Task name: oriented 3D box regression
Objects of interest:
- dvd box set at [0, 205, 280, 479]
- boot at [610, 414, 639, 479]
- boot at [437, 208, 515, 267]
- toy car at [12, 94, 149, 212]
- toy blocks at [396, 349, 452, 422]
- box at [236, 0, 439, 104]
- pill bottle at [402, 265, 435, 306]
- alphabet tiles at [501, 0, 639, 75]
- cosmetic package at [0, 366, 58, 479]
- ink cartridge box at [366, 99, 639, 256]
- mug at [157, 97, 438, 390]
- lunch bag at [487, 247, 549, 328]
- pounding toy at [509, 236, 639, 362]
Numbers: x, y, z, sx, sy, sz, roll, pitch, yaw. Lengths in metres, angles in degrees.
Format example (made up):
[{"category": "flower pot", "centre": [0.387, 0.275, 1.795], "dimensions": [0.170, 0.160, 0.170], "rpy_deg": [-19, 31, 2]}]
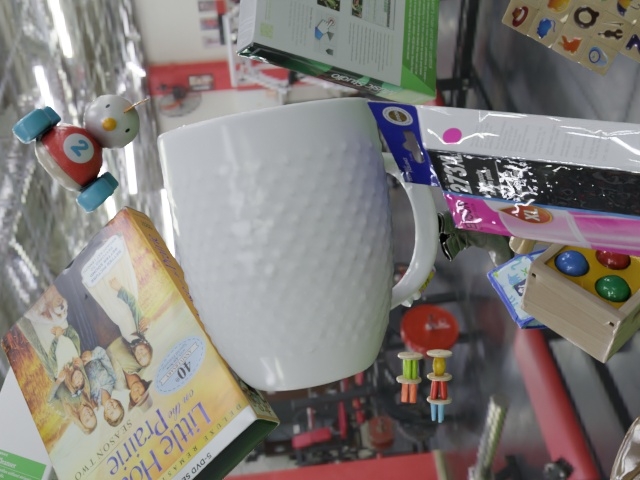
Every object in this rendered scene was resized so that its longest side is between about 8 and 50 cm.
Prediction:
[{"category": "dvd box set", "centre": [-0.275, 0.194, 1.148], "dimensions": [0.420, 0.307, 0.062], "rpy_deg": [52, -168, 34]}, {"category": "boot", "centre": [0.519, 0.277, 1.024], "dimensions": [0.220, 0.283, 0.109], "rpy_deg": [47, 163, -2]}, {"category": "boot", "centre": [0.354, 0.001, 1.915], "dimensions": [0.083, 0.161, 0.246], "rpy_deg": [31, 152, 58]}, {"category": "toy car", "centre": [-0.448, -0.220, 1.651], "dimensions": [0.219, 0.238, 0.210], "rpy_deg": [50, -179, -15]}, {"category": "toy blocks", "centre": [0.216, 0.306, 1.690], "dimensions": [0.054, 0.123, 0.148], "rpy_deg": [-169, 78, -69]}, {"category": "box", "centre": [0.037, -0.346, 1.194], "dimensions": [0.058, 0.322, 0.232], "rpy_deg": [-11, 72, 58]}, {"category": "pill bottle", "centre": [0.167, 0.075, 1.439], "dimensions": [0.083, 0.043, 0.043], "rpy_deg": [-56, -10, -20]}, {"category": "alphabet tiles", "centre": [0.488, -0.474, 1.494], "dimensions": [0.011, 0.342, 0.285], "rpy_deg": [-41, -22, -44]}, {"category": "cosmetic package", "centre": [-0.549, 0.365, 1.673], "dimensions": [0.155, 0.197, 0.365], "rpy_deg": [44, -122, -62]}, {"category": "ink cartridge box", "centre": [0.233, -0.065, 0.876], "dimensions": [0.069, 0.371, 0.176], "rpy_deg": [-67, -29, -20]}, {"category": "mug", "centre": [0.000, 0.000, 1.058], "dimensions": [0.276, 0.374, 0.328], "rpy_deg": [-4, 97, 59]}, {"category": "lunch bag", "centre": [0.399, 0.092, 1.497], "dimensions": [0.096, 0.151, 0.129], "rpy_deg": [99, 152, -48]}, {"category": "pounding toy", "centre": [0.333, 0.021, 1.038], "dimensions": [0.206, 0.181, 0.094], "rpy_deg": [36, 144, 31]}]
